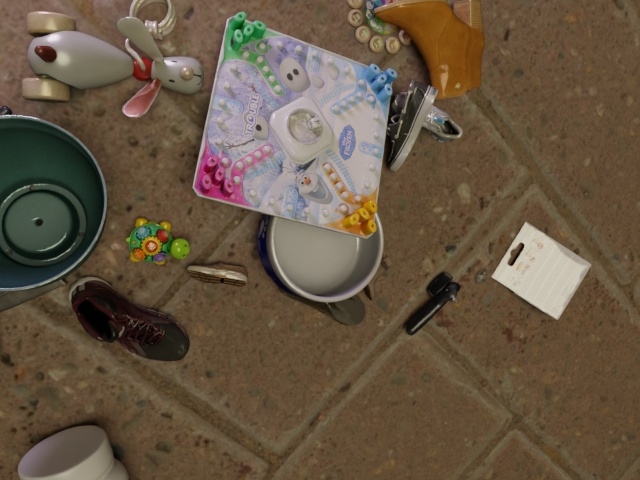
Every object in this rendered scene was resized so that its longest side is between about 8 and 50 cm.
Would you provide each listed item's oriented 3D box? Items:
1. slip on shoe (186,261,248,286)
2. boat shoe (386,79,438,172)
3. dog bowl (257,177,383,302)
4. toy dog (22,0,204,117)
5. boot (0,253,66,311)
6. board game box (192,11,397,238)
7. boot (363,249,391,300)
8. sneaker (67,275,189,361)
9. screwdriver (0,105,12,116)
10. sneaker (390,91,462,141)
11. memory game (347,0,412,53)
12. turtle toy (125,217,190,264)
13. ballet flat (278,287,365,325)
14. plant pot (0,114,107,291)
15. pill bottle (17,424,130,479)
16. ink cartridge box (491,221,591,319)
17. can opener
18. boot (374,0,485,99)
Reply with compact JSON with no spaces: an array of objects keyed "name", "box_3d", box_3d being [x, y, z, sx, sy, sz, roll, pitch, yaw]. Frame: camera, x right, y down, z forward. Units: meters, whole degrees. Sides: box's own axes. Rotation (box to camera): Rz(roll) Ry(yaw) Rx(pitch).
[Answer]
[{"name":"slip on shoe","box_3d":[-0.226,0.068,1.243,0.135,0.051,0.041,9,59,-13]},{"name":"boat shoe","box_3d":[0.188,-0.255,1.269,0.070,0.078,0.220,23,126,2]},{"name":"dog bowl","box_3d":[0.000,0.000,1.236,0.264,0.104,0.265,1,88,-24]},{"name":"toy dog","box_3d":[-0.387,-0.330,1.033,0.333,0.161,0.220,-20,108,-14]},{"name":"boot","box_3d":[-0.605,0.123,1.114,0.208,0.076,0.190,-27,111,-19]},{"name":"board game box","box_3d":[-0.033,-0.234,1.161,0.389,0.050,0.391,14,76,-21]},{"name":"boot","box_3d":[0.135,0.077,1.369,0.086,0.042,0.119,-31,117,-19]},{"name":"sneaker","box_3d":[-0.388,0.189,1.145,0.281,0.162,0.107,35,89,-22]},{"name":"screwdriver","box_3d":[-0.641,-0.186,1.051,0.170,0.025,0.024,-47,112,-5]},{"name":"sneaker","box_3d":[0.252,-0.287,1.305,0.190,0.083,0.072,22,96,-20]},{"name":"memory game","box_3d":[0.145,-0.510,1.256,0.186,0.012,0.186,-4,103,-18]},{"name":"turtle toy","box_3d":[-0.337,0.008,1.175,0.130,0.066,0.095,8,99,-20]},{"name":"ballet flat","box_3d":[0.001,0.134,1.332,0.249,0.058,0.084,25,76,-27]},{"name":"plant pot","box_3d":[-0.521,-0.046,1.007,0.292,0.196,0.294,2,79,-12]},{"name":"pill bottle","box_3d":[-0.486,0.590,1.179,0.204,0.204,0.362,-15,106,-15]},{"name":"ink cartridge box","box_3d":[0.591,0.081,1.531,0.224,0.056,0.181,32,91,-4]},{"name":"can opener","box_3d":[0.285,0.171,1.439,0.186,0.073,0.059,-50,151,0]},{"name":"boot","box_3d":[0.252,-0.421,1.254,0.294,0.104,0.212,-11,107,-27]}]
